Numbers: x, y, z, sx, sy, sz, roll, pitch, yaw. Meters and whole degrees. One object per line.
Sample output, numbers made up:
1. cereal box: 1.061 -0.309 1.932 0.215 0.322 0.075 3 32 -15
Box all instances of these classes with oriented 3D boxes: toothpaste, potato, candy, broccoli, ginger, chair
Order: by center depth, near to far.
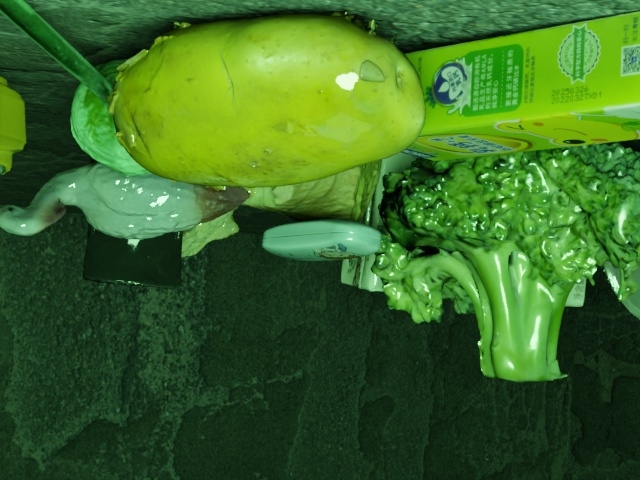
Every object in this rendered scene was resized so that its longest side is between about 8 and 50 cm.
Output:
1. toothpaste: 0.182 -0.124 1.184 0.327 0.077 0.110 -4 172 44
2. potato: -0.050 -0.117 1.199 0.300 0.140 0.173 -5 164 35
3. candy: -0.216 -0.158 1.268 0.119 0.119 0.440 4 168 11
4. broccoli: 0.232 -0.006 1.670 0.338 0.317 0.277 30 -172 14
5. ginger: -0.037 -0.088 1.729 0.221 0.130 0.276 7 174 2
6. chair: -0.232 -0.050 1.787 0.140 0.221 0.145 5 176 -11

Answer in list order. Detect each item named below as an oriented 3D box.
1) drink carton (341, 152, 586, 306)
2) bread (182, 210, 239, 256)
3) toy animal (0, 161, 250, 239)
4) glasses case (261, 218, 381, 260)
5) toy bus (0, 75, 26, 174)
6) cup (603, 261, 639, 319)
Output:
1. drink carton: 0.205 -0.019 1.911 0.324 0.194 0.132 5 180 -18
2. bread: -0.201 -0.041 1.973 0.224 0.211 0.183 8 171 22
3. toy animal: -0.215 -0.052 1.501 0.195 0.090 0.324 32 -136 28
4. glasses case: 0.000 0.000 1.689 0.067 0.045 0.178 14 168 -38
5. toy bus: -0.426 -0.145 1.402 0.123 0.121 0.335 -14 165 37
6. cup: 0.496 -0.016 1.692 0.203 0.203 0.288 6 163 -23
